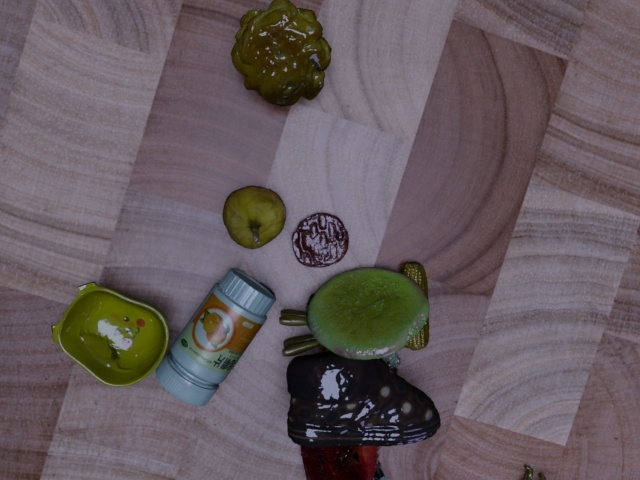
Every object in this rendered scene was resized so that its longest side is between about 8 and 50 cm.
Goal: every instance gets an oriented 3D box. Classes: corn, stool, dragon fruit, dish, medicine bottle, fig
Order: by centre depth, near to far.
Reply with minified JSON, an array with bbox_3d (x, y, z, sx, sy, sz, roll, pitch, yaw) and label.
[{"bbox_3d":[-0.157,-0.040,1.294,0.159,0.257,0.159,-3,109,-9],"label":"fig"},{"bbox_3d":[-0.253,0.232,1.347,0.158,0.158,0.318,34,90,-6],"label":"medicine bottle"},{"bbox_3d":[-0.504,0.224,1.352,0.262,0.108,0.221,33,91,-7],"label":"dish"},{"bbox_3d":[-0.045,0.230,1.386,0.111,0.134,0.135,-6,49,0],"label":"stool"},{"bbox_3d":[0.061,0.562,1.403,0.212,0.134,0.262,-1,58,-18],"label":"dragon fruit"},{"bbox_3d":[0.245,0.171,1.418,0.080,0.080,0.231,-1,92,-4],"label":"corn"}]

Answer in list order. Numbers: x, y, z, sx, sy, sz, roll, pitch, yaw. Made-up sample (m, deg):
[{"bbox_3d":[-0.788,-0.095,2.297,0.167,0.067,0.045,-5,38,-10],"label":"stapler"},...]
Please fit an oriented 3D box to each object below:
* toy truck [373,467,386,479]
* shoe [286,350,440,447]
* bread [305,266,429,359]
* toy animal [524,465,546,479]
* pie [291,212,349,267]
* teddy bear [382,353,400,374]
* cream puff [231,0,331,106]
[{"bbox_3d":[0.097,0.685,1.439,0.191,0.085,0.116,-31,100,-4],"label":"toy truck"},{"bbox_3d":[0.106,0.363,1.324,0.384,0.171,0.237,2,88,-12],"label":"shoe"},{"bbox_3d":[0.109,0.160,1.320,0.302,0.301,0.045,-12,128,-3],"label":"bread"},{"bbox_3d":[0.591,0.698,1.437,0.073,0.181,0.136,35,78,-24],"label":"toy animal"},{"bbox_3d":[0.000,0.000,1.413,0.154,0.038,0.153,0,93,-1],"label":"pie"},{"bbox_3d":[0.151,0.253,1.416,0.133,0.111,0.213,-6,119,17],"label":"teddy bear"},{"bbox_3d":[-0.087,-0.447,1.297,0.244,0.244,0.196,-11,58,-4],"label":"cream puff"}]
